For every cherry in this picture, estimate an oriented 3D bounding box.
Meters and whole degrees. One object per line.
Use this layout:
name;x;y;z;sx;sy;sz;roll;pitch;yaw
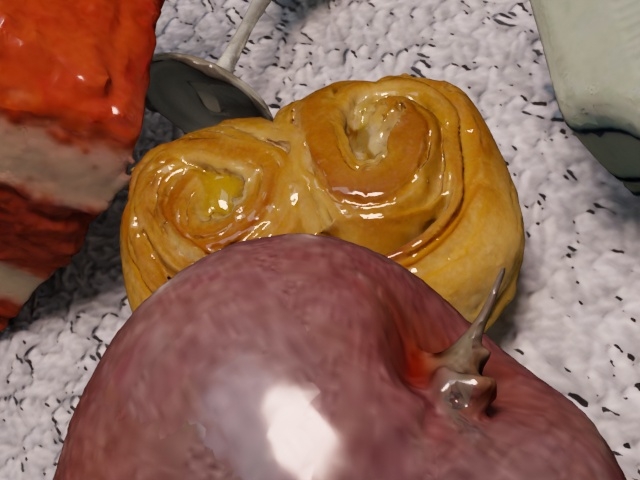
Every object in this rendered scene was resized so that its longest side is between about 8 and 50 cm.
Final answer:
cherry;0.000;0.140;0.519;0.261;0.221;0.307;38;99;9

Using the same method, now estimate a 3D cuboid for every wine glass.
wine glass;-0.046;-0.190;0.902;0.156;0.156;0.232;5;60;36

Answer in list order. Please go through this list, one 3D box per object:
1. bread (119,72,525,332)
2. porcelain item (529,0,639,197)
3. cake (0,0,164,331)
bread;0.001;0.002;0.690;0.236;0.120;0.198;-16;55;2
porcelain item;0.260;-0.163;0.625;0.281;0.157;0.285;-30;53;29
cake;-0.276;-0.132;0.819;0.319;0.270;0.269;-40;38;44
